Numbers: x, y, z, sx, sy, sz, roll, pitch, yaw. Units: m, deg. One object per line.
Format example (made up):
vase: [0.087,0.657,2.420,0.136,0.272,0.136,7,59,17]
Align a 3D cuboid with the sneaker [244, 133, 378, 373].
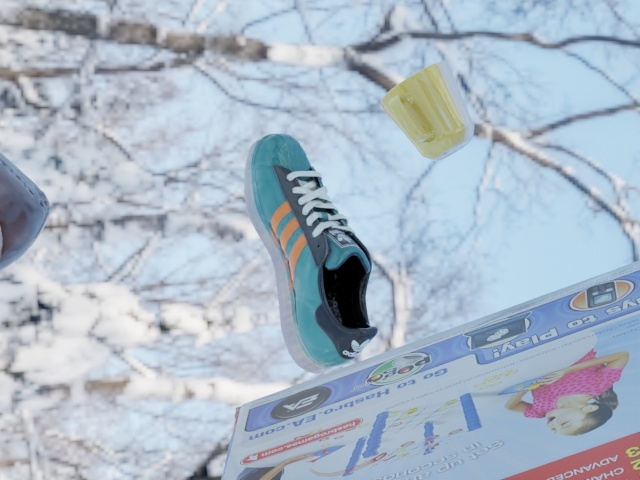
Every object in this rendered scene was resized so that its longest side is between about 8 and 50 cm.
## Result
sneaker: [0.000,0.000,1.512,0.121,0.108,0.302,-28,-108,44]

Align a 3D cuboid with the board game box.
board game box: [0.104,0.116,0.547,0.302,0.308,0.086,-81,150,-74]

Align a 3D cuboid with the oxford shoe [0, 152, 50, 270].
oxford shoe: [-0.263,-0.063,0.649,0.271,0.098,0.097,36,-65,5]

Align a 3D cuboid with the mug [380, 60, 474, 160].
mug: [0.083,-0.095,0.998,0.064,0.078,0.062,60,-28,7]
